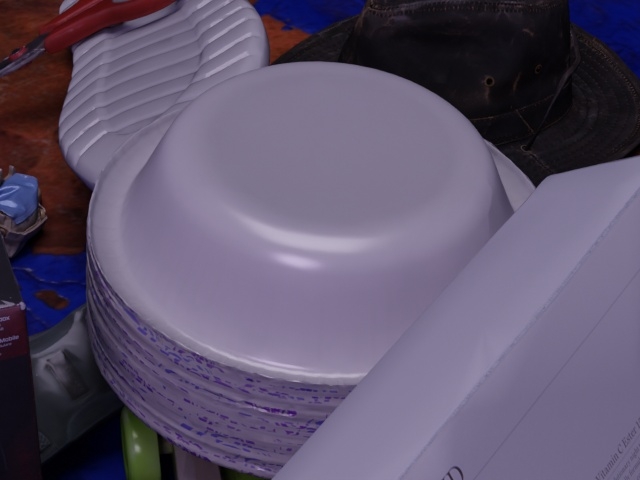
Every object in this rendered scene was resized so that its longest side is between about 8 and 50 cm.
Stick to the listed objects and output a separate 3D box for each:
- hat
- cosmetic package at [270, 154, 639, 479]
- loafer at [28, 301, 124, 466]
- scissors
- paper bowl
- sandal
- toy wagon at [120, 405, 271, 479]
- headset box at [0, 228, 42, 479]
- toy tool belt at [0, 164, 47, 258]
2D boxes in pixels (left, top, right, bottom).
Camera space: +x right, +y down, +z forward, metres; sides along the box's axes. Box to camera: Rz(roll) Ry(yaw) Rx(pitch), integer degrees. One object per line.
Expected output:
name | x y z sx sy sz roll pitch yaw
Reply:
hat | 0.104 -0.153 1.494 0.331 0.134 0.331 1 38 -1
cosmetic package | 0.123 0.169 0.949 0.097 0.284 0.377 -10 24 42
loafer | -0.189 0.107 1.210 0.267 0.084 0.096 -23 75 -23
scissors | -0.220 -0.155 1.500 0.297 0.021 0.109 -28 29 8
paper bowl | 0.000 0.000 1.152 0.284 0.148 0.284 4 41 -3
sandal | -0.110 -0.124 1.468 0.169 0.102 0.416 -28 28 6
toy wagon | 0.029 0.178 1.113 0.267 0.068 0.344 -6 39 -9
headset box | -0.262 0.111 1.008 0.218 0.293 0.110 -10 39 -16
toy tool belt | -0.225 -0.029 1.389 0.052 0.051 0.083 9 38 10
